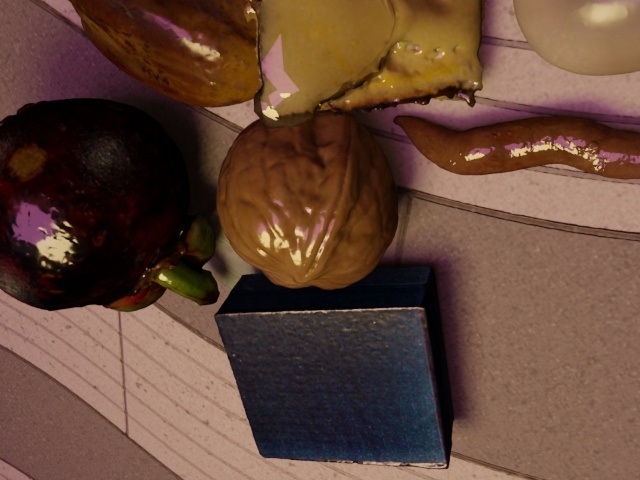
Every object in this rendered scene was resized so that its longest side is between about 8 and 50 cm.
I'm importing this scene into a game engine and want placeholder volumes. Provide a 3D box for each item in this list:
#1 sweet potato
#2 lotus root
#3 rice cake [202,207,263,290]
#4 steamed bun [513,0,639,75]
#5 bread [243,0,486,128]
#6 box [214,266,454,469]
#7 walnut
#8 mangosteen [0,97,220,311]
[{"bbox_3d":[0.207,-0.104,0.718,0.281,0.059,0.067,5,107,25],"label":"sweet potato"},{"bbox_3d":[-0.162,-0.273,0.776,0.291,0.193,0.193,30,125,15],"label":"lotus root"},{"bbox_3d":[-0.079,0.046,0.961,0.211,0.038,0.124,27,123,14],"label":"rice cake"},{"bbox_3d":[0.281,-0.238,0.567,0.228,0.130,0.177,-9,108,33],"label":"steamed bun"},{"bbox_3d":[0.043,-0.238,0.680,0.261,0.163,0.204,-6,117,-15],"label":"bread"},{"bbox_3d":[0.030,0.176,0.893,0.278,0.116,0.262,-3,116,19],"label":"box"},{"bbox_3d":[-0.014,-0.045,0.764,0.227,0.228,0.228,12,119,23],"label":"walnut"},{"bbox_3d":[-0.303,-0.022,0.880,0.306,0.306,0.360,-35,91,36],"label":"mangosteen"}]
